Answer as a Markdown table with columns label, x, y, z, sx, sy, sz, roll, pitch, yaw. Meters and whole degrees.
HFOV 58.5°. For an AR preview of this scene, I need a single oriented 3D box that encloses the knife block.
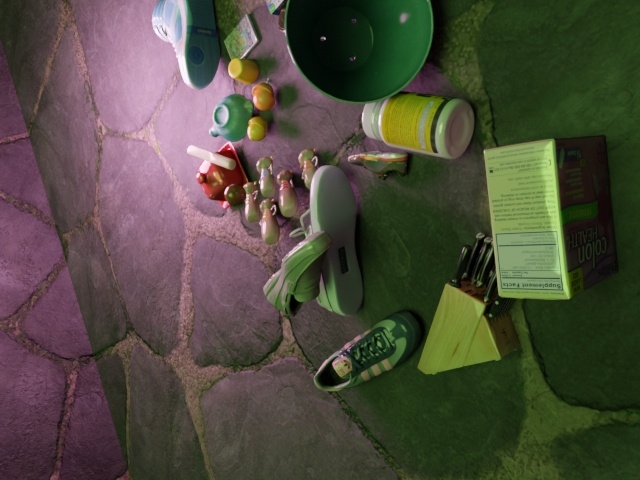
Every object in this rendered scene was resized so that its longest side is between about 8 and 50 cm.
| label | x | y | z | sx | sy | sz | roll | pitch | yaw |
| --- | --- | --- | --- | --- | --- | --- | --- | --- | --- |
| knife block | 0.291 | 0.129 | 1.170 | 0.275 | 0.088 | 0.242 | -28 | 78 | 45 |

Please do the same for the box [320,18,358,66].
| label | x | y | z | sx | sy | sz | roll | pitch | yaw |
| --- | --- | --- | --- | --- | --- | --- | --- | --- | --- |
| box | 0.046 | -0.428 | 1.338 | 0.116 | 0.029 | 0.162 | 14 | 109 | 42 |

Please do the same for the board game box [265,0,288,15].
| label | x | y | z | sx | sy | sz | roll | pitch | yaw |
| --- | --- | --- | --- | --- | --- | --- | --- | --- | --- |
| board game box | -0.077 | -0.675 | 1.404 | 0.201 | 0.035 | 0.136 | -32 | 76 | 43 |

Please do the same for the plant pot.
| label | x | y | z | sx | sy | sz | roll | pitch | yaw |
| --- | --- | --- | --- | --- | --- | --- | --- | --- | --- |
| plant pot | 0.062 | -0.429 | 1.181 | 0.195 | 0.290 | 0.290 | -126 | 35 | -75 |

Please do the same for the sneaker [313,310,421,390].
| label | x | y | z | sx | sy | sz | roll | pitch | yaw |
| --- | --- | --- | --- | --- | --- | --- | --- | --- | --- |
| sneaker | 0.106 | 0.278 | 1.353 | 0.319 | 0.131 | 0.112 | -49 | 64 | 39 |

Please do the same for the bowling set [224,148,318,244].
| label | x | y | z | sx | sy | sz | roll | pitch | yaw |
| --- | --- | --- | --- | --- | --- | --- | --- | --- | --- |
| bowling set | -0.143 | -0.142 | 1.458 | 0.287 | 0.199 | 0.154 | -48 | 37 | 33 |

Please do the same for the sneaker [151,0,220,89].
| label | x | y | z | sx | sy | sz | roll | pitch | yaw |
| --- | --- | --- | --- | --- | --- | --- | --- | --- | --- |
| sneaker | -0.406 | -0.587 | 1.690 | 0.208 | 0.127 | 0.319 | -3 | 86 | 43 |

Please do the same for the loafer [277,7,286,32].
| label | x | y | z | sx | sy | sz | roll | pitch | yaw |
| --- | --- | --- | --- | --- | --- | --- | --- | --- | --- |
| loafer | -0.061 | -0.530 | 1.411 | 0.148 | 0.050 | 0.056 | 54 | 129 | 44 |

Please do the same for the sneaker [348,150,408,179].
| label | x | y | z | sx | sy | sz | roll | pitch | yaw |
| --- | --- | --- | --- | --- | --- | --- | --- | --- | --- |
| sneaker | 0.127 | -0.167 | 1.293 | 0.157 | 0.061 | 0.065 | 9 | 111 | 44 |

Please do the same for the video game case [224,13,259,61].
| label | x | y | z | sx | sy | sz | roll | pitch | yaw |
| --- | --- | --- | --- | --- | --- | --- | --- | --- | --- |
| video game case | -0.220 | -0.554 | 1.589 | 0.122 | 0.011 | 0.087 | -31 | 76 | 44 |

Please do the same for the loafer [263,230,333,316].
| label | x | y | z | sx | sy | sz | roll | pitch | yaw |
| --- | --- | --- | --- | --- | --- | --- | --- | --- | --- |
| loafer | -0.038 | 0.083 | 1.320 | 0.111 | 0.112 | 0.319 | 50 | 148 | 9 |

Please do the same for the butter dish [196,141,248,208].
| label | x | y | z | sx | sy | sz | roll | pitch | yaw |
| --- | --- | --- | --- | --- | --- | --- | --- | --- | --- |
| butter dish | -0.309 | -0.187 | 1.678 | 0.160 | 0.118 | 0.160 | -35 | 73 | 43 |

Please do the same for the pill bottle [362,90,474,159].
| label | x | y | z | sx | sy | sz | roll | pitch | yaw |
| --- | --- | --- | --- | --- | --- | --- | --- | --- | --- |
| pill bottle | 0.194 | -0.240 | 1.166 | 0.208 | 0.119 | 0.119 | 21 | 112 | 40 |

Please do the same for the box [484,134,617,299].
| label | x | y | z | sx | sy | sz | roll | pitch | yaw |
| --- | --- | --- | --- | --- | --- | --- | --- | --- | --- |
| box | 0.387 | -0.044 | 0.948 | 0.117 | 0.213 | 0.243 | -2 | 97 | 45 |

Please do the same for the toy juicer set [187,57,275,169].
| label | x | y | z | sx | sy | sz | roll | pitch | yaw |
| --- | --- | --- | --- | --- | --- | --- | --- | --- | --- |
| toy juicer set | -0.226 | -0.320 | 1.590 | 0.209 | 0.089 | 0.329 | 45 | 116 | 24 |

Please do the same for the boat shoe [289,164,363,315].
| label | x | y | z | sx | sy | sz | roll | pitch | yaw |
| --- | --- | --- | --- | --- | --- | --- | --- | --- | --- |
| boat shoe | 0.007 | -0.001 | 1.408 | 0.156 | 0.135 | 0.367 | 6 | 112 | 47 |
